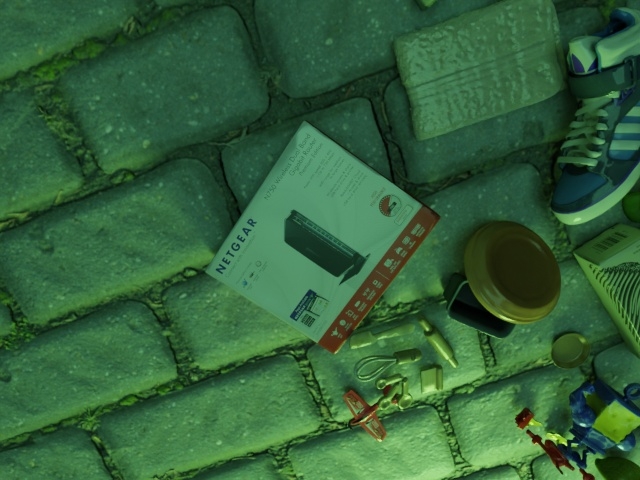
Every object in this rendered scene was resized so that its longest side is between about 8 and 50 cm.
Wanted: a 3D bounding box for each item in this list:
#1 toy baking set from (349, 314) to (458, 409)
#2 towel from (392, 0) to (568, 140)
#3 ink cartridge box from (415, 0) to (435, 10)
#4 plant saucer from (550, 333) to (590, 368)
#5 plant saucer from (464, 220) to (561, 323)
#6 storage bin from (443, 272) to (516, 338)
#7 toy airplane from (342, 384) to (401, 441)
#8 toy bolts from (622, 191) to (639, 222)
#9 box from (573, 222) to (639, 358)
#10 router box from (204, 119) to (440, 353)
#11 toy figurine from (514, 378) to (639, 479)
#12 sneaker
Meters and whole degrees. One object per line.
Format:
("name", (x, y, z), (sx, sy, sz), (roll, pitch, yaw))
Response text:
("toy baking set", (0.172, 0.247, 0.895), (0.196, 0.030, 0.256), (-37, 116, -6))
("towel", (0.279, -0.306, 0.775), (0.281, 0.049, 0.187), (-17, 103, 4))
("ink cartridge box", (0.211, -0.512, 0.695), (0.219, 0.093, 0.160), (-40, 102, 10))
("plant saucer", (0.525, 0.231, 0.936), (0.083, 0.015, 0.084), (0, 104, 0))
("plant saucer", (0.363, 0.052, 0.818), (0.199, 0.037, 0.200), (6, 69, -14))
("storage bin", (0.310, 0.112, 0.865), (0.135, 0.091, 0.098), (22, 104, -7))
("toy airplane", (0.115, 0.364, 0.966), (0.151, 0.028, 0.151), (0, 107, -1))
("toy bolts", (0.719, -0.048, 0.786), (0.228, 0.158, 0.218), (-33, 103, 9))
("box", (0.621, 0.111, 0.862), (0.113, 0.094, 0.275), (-36, 102, 9))
("router box", (0.000, 0.000, 0.840), (0.301, 0.082, 0.336), (33, 103, -8))
("toy figurine", (0.614, 0.400, 0.900), (0.362, 0.191, 0.217), (33, 98, -9))
("sneaker", (0.451, -0.216, 0.742), (0.236, 0.130, 0.323), (36, 97, -19))
